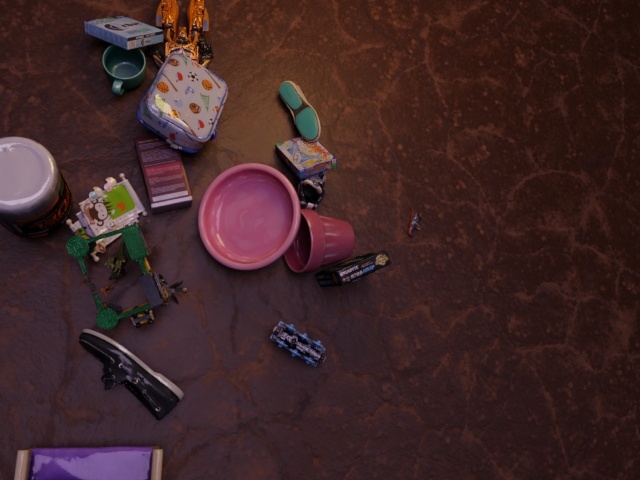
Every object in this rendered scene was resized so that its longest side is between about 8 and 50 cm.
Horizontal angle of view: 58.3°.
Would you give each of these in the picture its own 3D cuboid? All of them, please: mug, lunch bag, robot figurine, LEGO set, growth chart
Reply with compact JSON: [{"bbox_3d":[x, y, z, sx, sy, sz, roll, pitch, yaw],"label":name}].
[{"bbox_3d":[-0.636,-0.544,1.839,0.129,0.097,0.158,45,71,0],"label":"mug"},{"bbox_3d":[-0.424,-0.425,1.806,0.243,0.115,0.303,31,53,-25],"label":"lunch bag"},{"bbox_3d":[-0.466,-0.696,1.927,0.211,0.085,0.291,0,76,-13],"label":"robot figurine"},{"bbox_3d":[-0.567,0.084,1.679,0.255,0.192,0.331,-27,98,0],"label":"LEGO set"},{"bbox_3d":[-0.637,-0.076,1.716,0.237,0.021,0.172,-48,119,-28],"label":"growth chart"}]

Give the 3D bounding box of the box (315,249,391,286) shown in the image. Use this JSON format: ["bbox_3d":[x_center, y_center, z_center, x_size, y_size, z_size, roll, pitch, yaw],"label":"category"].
[{"bbox_3d":[0.099,0.091,1.796,0.175,0.220,0.051,-22,92,-18],"label":"box"}]

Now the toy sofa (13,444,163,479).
[{"bbox_3d":[-0.604,0.623,1.508,0.362,0.177,0.150,4,76,-12],"label":"toy sofa"}]

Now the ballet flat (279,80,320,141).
[{"bbox_3d":[-0.058,-0.439,1.963,0.086,0.086,0.248,-22,75,-18],"label":"ballet flat"}]

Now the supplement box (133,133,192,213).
[{"bbox_3d":[-0.495,-0.215,1.803,0.130,0.073,0.239,-13,80,-18],"label":"supplement box"}]

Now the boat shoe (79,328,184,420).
[{"bbox_3d":[-0.552,0.383,1.609,0.340,0.127,0.113,40,58,-11],"label":"boat shoe"}]

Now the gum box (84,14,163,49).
[{"bbox_3d":[-0.624,-0.665,1.828,0.184,0.041,0.157,26,37,19],"label":"gum box"}]

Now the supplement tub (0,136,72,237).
[{"bbox_3d":[-0.799,-0.128,1.563,0.207,0.338,0.207,3,76,-14],"label":"supplement tub"}]

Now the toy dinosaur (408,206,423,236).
[{"bbox_3d":[0.323,-0.056,1.998,0.082,0.047,0.090,-46,57,-11],"label":"toy dinosaur"}]

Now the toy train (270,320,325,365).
[{"bbox_3d":[-0.068,0.317,1.757,0.184,0.105,0.080,32,79,-5],"label":"toy train"}]

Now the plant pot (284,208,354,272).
[{"bbox_3d":[0.000,0.000,1.820,0.180,0.201,0.201,-2,76,-30],"label":"plant pot"}]

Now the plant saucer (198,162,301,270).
[{"bbox_3d":[-0.213,-0.070,1.774,0.332,0.084,0.332,-2,82,16],"label":"plant saucer"}]

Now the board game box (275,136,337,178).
[{"bbox_3d":[-0.049,-0.280,1.889,0.136,0.035,0.201,-20,41,-19],"label":"board game box"}]

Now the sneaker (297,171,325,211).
[{"bbox_3d":[-0.023,-0.191,1.873,0.094,0.153,0.235,22,72,-10],"label":"sneaker"}]
